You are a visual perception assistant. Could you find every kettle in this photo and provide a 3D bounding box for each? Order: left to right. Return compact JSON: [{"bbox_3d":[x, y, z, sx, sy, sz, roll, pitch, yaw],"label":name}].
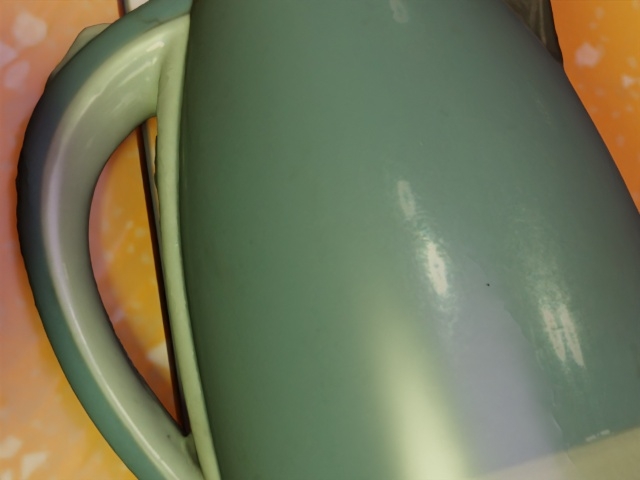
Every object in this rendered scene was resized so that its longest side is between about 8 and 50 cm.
[{"bbox_3d":[0.000,0.000,0.822,0.319,0.247,0.342,-20,83,8],"label":"kettle"}]
